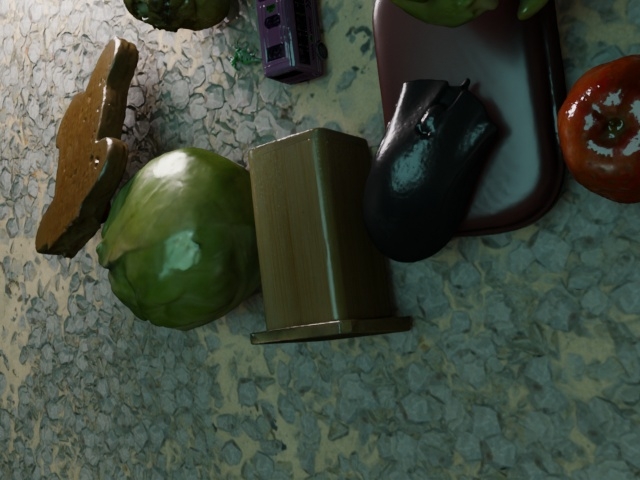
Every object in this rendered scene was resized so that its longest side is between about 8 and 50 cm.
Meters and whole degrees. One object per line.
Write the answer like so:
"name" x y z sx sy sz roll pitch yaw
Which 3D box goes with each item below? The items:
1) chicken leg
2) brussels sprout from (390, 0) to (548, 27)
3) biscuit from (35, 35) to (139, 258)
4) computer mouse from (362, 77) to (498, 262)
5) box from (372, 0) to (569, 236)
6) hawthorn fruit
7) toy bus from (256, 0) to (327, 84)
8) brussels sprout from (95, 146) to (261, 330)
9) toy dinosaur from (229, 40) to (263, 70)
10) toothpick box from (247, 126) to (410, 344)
"chicken leg" -0.176 -0.519 1.216 0.429 0.152 0.201 -38 79 23
"brussels sprout" 0.175 -0.424 0.765 0.371 0.276 0.315 -25 63 2
"biscuit" -0.455 -0.163 1.400 0.368 0.076 0.394 -39 45 40
"computer mouse" 0.127 -0.089 0.919 0.147 0.088 0.264 30 109 28
"box" 0.201 -0.207 0.972 0.263 0.108 0.404 -7 89 36
"hawthorn fruit" 0.360 -0.132 0.820 0.189 0.189 0.189 2 94 36
"toy bus" -0.052 -0.354 1.157 0.086 0.098 0.179 -7 88 37
"brussels sprout" -0.221 0.001 1.218 0.328 0.247 0.328 -17 65 42
"toy dinosaur" -0.137 -0.324 1.270 0.062 0.021 0.083 -48 62 36
"toothpick box" 0.000 0.000 1.096 0.187 0.190 0.308 -13 80 36
